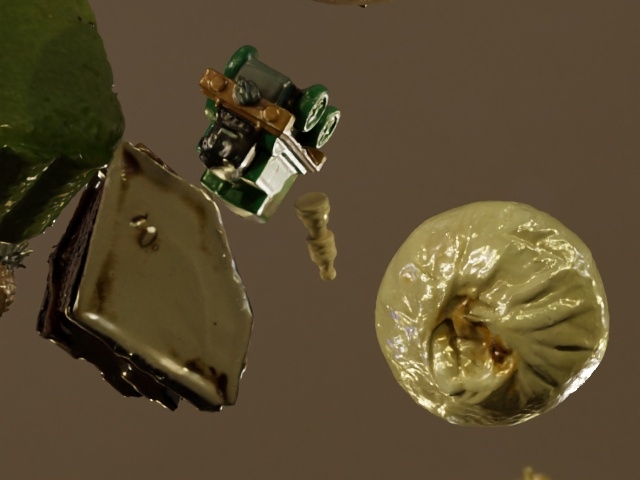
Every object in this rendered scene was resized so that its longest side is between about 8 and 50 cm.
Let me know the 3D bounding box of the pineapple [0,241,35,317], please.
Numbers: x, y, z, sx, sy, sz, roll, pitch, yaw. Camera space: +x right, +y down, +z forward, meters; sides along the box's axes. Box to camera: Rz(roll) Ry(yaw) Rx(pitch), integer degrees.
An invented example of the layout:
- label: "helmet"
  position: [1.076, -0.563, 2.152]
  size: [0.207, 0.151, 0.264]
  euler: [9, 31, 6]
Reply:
- label: "pineapple"
  position: [-0.358, 0.037, 1.550]
  size: [0.058, 0.124, 0.058]
  euler: [1, -64, 2]

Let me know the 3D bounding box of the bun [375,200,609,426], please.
- label: "bun"
  position: [0.143, 0.076, 1.201]
  size: [0.222, 0.127, 0.222]
  euler: [9, -58, 14]

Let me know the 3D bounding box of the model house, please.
- label: "model house"
  position: [-0.230, 0.064, 1.909]
  size: [0.317, 0.297, 0.282]
  euler: [32, -19, -10]

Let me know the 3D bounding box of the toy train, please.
- label: "toy train"
  position: [-0.057, -0.090, 1.252]
  size: [0.136, 0.091, 0.228]
  euler: [-59, -12, 0]

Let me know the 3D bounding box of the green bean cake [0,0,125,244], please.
- label: "green bean cake"
  position: [-0.371, -0.151, 1.232]
  size: [0.319, 0.335, 0.218]
  euler: [3, -28, -39]

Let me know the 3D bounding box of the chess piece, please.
- label: "chess piece"
  position: [0.000, 0.000, 1.380]
  size: [0.035, 0.035, 0.092]
  euler: [-12, -61, 2]

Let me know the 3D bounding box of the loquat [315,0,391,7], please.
- label: "loquat"
  position: [0.028, -0.272, 1.099]
  size: [0.179, 0.179, 0.227]
  euler: [-12, -3, 2]
